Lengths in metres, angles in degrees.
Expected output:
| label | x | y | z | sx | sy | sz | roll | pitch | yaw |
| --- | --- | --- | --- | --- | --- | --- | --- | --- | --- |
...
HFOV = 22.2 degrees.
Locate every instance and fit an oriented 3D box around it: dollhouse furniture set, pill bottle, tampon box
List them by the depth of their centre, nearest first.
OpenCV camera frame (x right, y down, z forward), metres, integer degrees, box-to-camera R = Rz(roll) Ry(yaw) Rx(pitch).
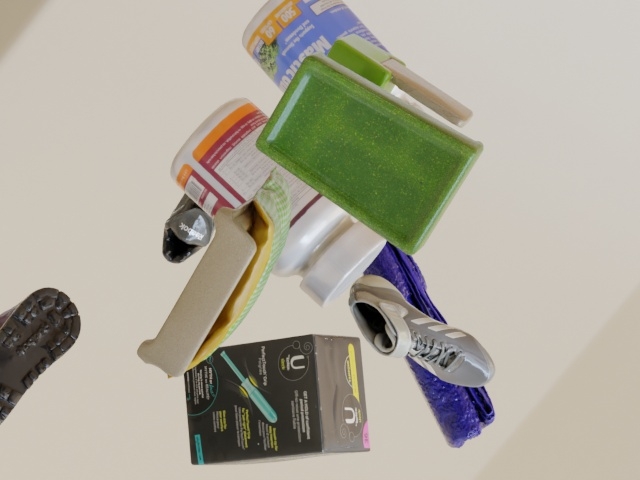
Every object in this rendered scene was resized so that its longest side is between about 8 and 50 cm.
| label | x | y | z | sx | sy | sz | roll | pitch | yaw |
| --- | --- | --- | --- | --- | --- | --- | --- | --- | --- |
| dollhouse furniture set | 0.000 | 0.000 | 1.352 | 0.151 | 0.302 | 0.197 | 32 | -164 | 4 |
| tampon box | -0.045 | 0.165 | 1.678 | 0.101 | 0.161 | 0.121 | 10 | -107 | -59 |
| pill bottle | -0.044 | -0.039 | 1.734 | 0.221 | 0.121 | 0.121 | 43 | -175 | 7 |
| pill bottle | 0.029 | -0.227 | 2.291 | 0.272 | 0.152 | 0.152 | 49 | -174 | 11 |

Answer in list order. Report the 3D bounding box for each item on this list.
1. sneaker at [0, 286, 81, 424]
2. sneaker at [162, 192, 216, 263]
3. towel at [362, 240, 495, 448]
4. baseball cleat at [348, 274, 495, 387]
| label | x | y | z | sx | sy | sz | roll | pitch | yaw |
| --- | --- | --- | --- | --- | --- | --- | --- | --- | --- |
| sneaker | -0.416 | 0.170 | 1.963 | 0.124 | 0.283 | 0.107 | -21 | 104 | 49 |
| sneaker | -0.165 | -0.046 | 2.329 | 0.078 | 0.234 | 0.106 | 30 | -137 | -7 |
| towel | 0.134 | 0.120 | 2.132 | 0.308 | 0.076 | 0.227 | 63 | -179 | 7 |
| baseball cleat | 0.114 | 0.125 | 1.918 | 0.206 | 0.072 | 0.109 | 33 | -154 | -6 |
